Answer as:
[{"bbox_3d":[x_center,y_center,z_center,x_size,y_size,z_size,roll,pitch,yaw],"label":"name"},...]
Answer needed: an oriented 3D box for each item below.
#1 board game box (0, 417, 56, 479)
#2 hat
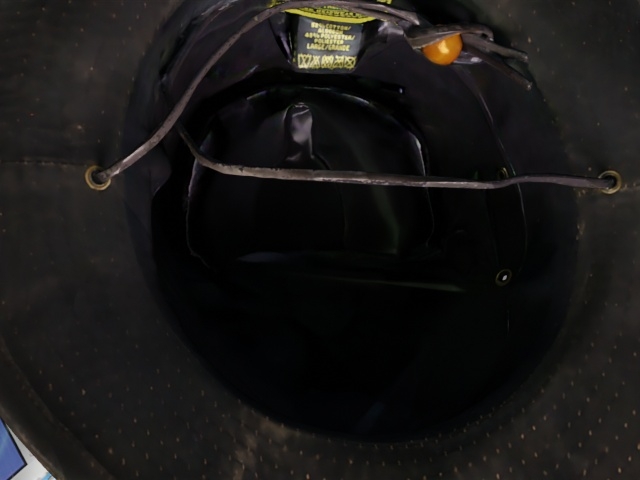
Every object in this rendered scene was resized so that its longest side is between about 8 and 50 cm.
[{"bbox_3d":[-0.252,0.068,0.661,0.302,0.086,0.308,-41,63,11],"label":"board game box"},{"bbox_3d":[0.000,0.000,0.624,0.331,0.331,0.134,45,152,7],"label":"hat"}]
